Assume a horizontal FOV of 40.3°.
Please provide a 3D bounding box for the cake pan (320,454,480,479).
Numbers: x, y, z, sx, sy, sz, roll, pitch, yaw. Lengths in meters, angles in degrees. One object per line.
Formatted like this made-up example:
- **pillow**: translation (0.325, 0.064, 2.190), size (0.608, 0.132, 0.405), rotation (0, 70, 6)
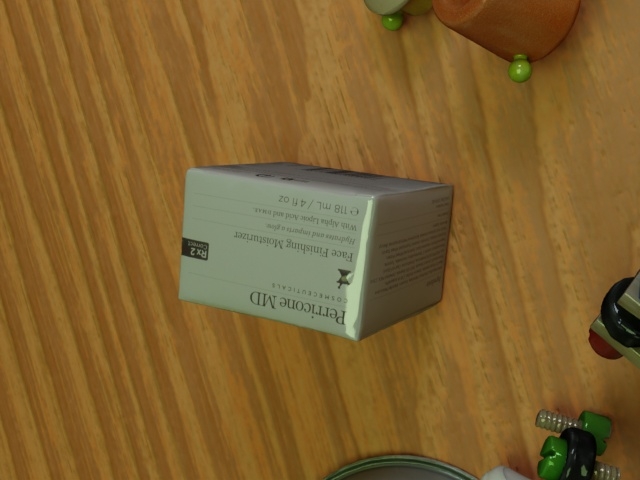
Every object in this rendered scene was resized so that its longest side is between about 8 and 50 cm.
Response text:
- **cake pan**: translation (0.074, 0.353, 0.820), size (0.293, 0.054, 0.293), rotation (-2, 83, 21)

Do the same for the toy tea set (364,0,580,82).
- **toy tea set**: translation (0.171, -0.300, 0.706), size (0.200, 0.124, 0.336), rotation (51, 124, 46)

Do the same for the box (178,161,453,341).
- **box**: translation (0.000, 0.000, 0.778), size (0.181, 0.182, 0.119), rotation (10, 101, 27)

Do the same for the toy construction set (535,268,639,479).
- **toy construction set**: translation (0.306, 0.126, 0.582), size (0.237, 0.257, 0.308), rotation (17, 121, 5)

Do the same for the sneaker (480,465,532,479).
- **sneaker**: translation (0.249, 0.250, 0.741), size (0.232, 0.090, 0.115), rotation (33, 105, 11)
